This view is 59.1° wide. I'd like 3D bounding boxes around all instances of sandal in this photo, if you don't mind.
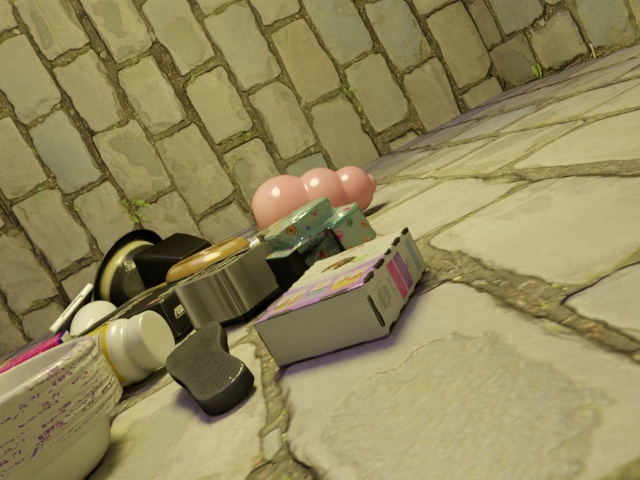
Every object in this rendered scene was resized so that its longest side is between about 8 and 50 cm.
[{"bbox_3d":[-0.152,0.179,0.770,0.097,0.054,0.254,-37,20,-11],"label":"sandal"}]

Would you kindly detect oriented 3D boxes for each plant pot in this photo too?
[{"bbox_3d":[-0.291,0.043,1.443,0.236,0.032,0.236,-24,8,4],"label":"plant pot"},{"bbox_3d":[-0.401,0.087,1.668,0.167,0.188,0.187,-7,19,36],"label":"plant pot"}]

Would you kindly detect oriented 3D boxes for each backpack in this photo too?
[{"bbox_3d":[0.000,0.000,1.032,0.188,0.144,0.166,-28,2,-21],"label":"backpack"}]

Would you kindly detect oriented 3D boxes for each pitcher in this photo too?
[{"bbox_3d":[-0.670,0.274,1.608,0.178,0.125,0.207,-40,16,18],"label":"pitcher"}]

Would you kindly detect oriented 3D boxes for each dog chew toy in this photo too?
[{"bbox_3d":[-0.011,-0.102,1.512,0.332,0.206,0.206,-20,8,-2],"label":"dog chew toy"}]

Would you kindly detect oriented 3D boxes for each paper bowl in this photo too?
[{"bbox_3d":[-0.381,0.250,0.697,0.284,0.148,0.284,-28,8,4],"label":"paper bowl"}]

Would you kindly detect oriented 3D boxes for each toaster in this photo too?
[{"bbox_3d":[-0.178,0.096,1.111,0.168,0.110,0.186,-22,11,40],"label":"toaster"}]

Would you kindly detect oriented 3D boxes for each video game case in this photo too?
[{"bbox_3d":[-0.760,0.244,1.716,0.201,0.023,0.183,-54,6,49],"label":"video game case"}]

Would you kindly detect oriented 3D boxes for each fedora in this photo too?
[{"bbox_3d":[-0.557,0.127,1.799,0.153,0.333,0.334,11,26,22],"label":"fedora"}]

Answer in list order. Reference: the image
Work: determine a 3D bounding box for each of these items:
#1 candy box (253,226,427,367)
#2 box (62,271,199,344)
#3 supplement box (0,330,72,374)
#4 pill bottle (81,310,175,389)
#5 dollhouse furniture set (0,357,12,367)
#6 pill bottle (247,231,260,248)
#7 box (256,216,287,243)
[{"bbox_3d":[0.034,0.069,0.741,0.165,0.070,0.196,-23,10,31],"label":"candy box"},{"bbox_3d":[-0.394,0.172,1.377,0.318,0.097,0.395,-26,8,19],"label":"box"},{"bbox_3d":[-0.671,0.319,1.311,0.220,0.111,0.114,-31,10,-15],"label":"supplement box"},{"bbox_3d":[-0.373,0.211,1.001,0.209,0.119,0.119,-26,9,11],"label":"pill bottle"},{"bbox_3d":[-0.743,0.302,1.401,0.161,0.181,0.101,-30,9,-15],"label":"dollhouse furniture set"},{"bbox_3d":[-0.145,0.000,1.687,0.137,0.078,0.078,-28,8,-8],"label":"pill bottle"},{"bbox_3d":[-0.056,0.010,1.246,0.094,0.113,0.275,-31,8,-14],"label":"box"}]
